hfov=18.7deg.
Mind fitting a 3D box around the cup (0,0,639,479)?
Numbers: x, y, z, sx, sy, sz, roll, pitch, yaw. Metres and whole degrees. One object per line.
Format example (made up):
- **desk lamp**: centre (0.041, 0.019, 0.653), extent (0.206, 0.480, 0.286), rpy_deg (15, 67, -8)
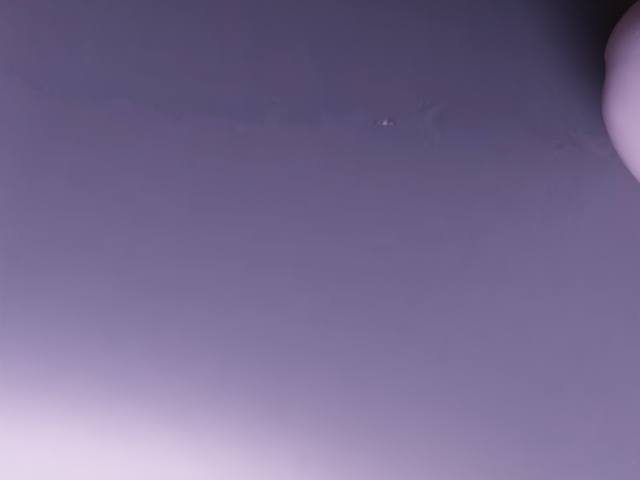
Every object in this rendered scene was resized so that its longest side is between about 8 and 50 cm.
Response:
- **cup**: centre (0.000, 0.000, 0.449), extent (0.275, 0.259, 0.356), rpy_deg (9, 156, -15)
